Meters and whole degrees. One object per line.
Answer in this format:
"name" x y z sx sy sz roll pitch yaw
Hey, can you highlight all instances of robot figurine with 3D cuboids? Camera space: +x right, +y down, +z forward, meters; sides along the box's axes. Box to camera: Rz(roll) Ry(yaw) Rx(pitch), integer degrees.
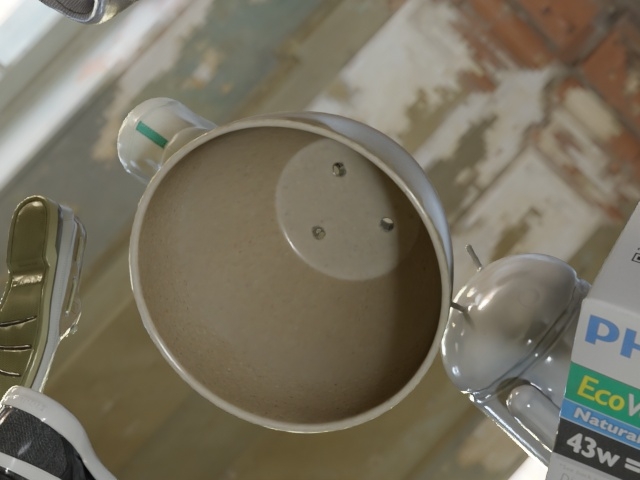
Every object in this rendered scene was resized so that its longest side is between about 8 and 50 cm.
"robot figurine" 0.286 0.155 2.060 0.353 0.200 0.300 43 -157 -9

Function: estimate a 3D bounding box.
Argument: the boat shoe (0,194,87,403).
"boat shoe" -0.377 0.096 2.347 0.113 0.302 0.103 2 165 36

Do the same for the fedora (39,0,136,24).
"fedora" -0.188 -0.268 1.368 0.244 0.124 0.275 38 153 -8

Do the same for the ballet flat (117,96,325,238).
"ballet flat" -0.068 -0.040 2.033 0.400 0.139 0.139 31 -176 -40

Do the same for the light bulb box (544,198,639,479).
"light bulb box" 0.414 0.077 1.376 0.358 0.361 0.225 21 135 18

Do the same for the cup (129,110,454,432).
"cup" 0.000 0.000 1.793 0.331 0.331 0.237 43 -152 -1

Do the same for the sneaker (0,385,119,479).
"sneaker" -0.194 0.204 1.198 0.079 0.121 0.217 15 150 31
